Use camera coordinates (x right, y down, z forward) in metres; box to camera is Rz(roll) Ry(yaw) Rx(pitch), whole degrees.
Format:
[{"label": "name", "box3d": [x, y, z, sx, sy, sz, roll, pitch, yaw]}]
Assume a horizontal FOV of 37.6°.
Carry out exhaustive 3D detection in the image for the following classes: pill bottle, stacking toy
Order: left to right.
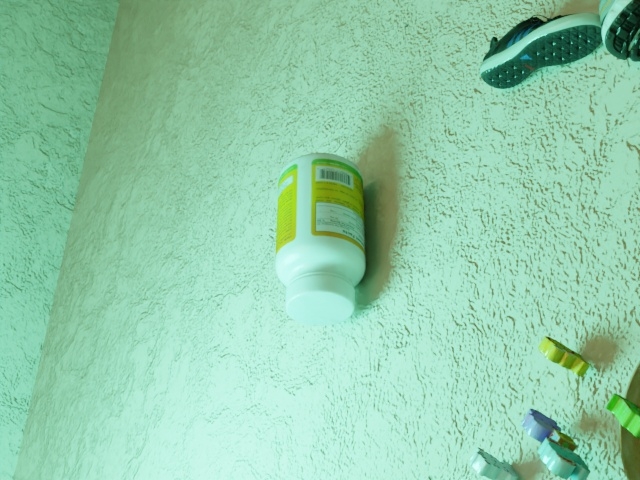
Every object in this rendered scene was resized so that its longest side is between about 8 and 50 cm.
[{"label": "pill bottle", "box3d": [0.000, 0.000, 1.434, 0.136, 0.136, 0.246, -35, 42, 40]}, {"label": "stacking toy", "box3d": [0.234, 0.205, 0.954, 0.167, 0.052, 0.221, -61, 10, 8]}]

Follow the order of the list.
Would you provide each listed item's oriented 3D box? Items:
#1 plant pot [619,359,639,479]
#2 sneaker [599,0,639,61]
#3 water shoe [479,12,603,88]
[{"label": "plant pot", "box3d": [0.377, 0.164, 0.846, 0.236, 0.032, 0.236, -36, 41, 39]}, {"label": "sneaker", "box3d": [0.420, -0.332, 1.069, 0.271, 0.100, 0.108, -43, 32, 32]}, {"label": "water shoe", "box3d": [0.290, -0.271, 1.246, 0.203, 0.073, 0.080, -18, 52, 50]}]
